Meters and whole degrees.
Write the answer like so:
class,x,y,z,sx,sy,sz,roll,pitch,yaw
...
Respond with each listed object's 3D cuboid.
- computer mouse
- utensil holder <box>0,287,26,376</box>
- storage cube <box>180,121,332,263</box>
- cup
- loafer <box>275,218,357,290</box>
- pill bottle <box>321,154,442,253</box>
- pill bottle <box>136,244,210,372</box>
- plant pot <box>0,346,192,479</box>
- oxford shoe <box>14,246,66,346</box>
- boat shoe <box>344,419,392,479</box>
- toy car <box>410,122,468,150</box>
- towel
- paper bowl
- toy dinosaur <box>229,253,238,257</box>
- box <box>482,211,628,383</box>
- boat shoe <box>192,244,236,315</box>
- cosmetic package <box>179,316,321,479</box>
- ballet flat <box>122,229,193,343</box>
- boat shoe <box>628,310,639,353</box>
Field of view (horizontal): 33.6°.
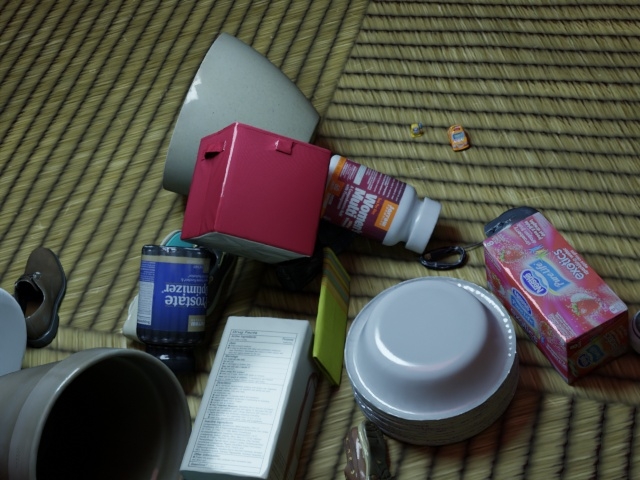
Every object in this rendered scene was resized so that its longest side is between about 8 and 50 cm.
class,x,y,z,sx,sy,sz,roll,pitch,yaw
computer mouse,0.295,-0.008,1.942,0.242,0.041,0.071,-23,49,-5
utensil holder,-0.771,0.157,1.891,0.385,0.328,0.327,20,58,27
storage cube,-0.112,-0.076,1.854,0.183,0.215,0.193,-10,66,63
cup,-0.138,-0.209,2.082,0.237,0.331,0.331,22,55,-1
loafer,0.000,0.000,1.986,0.076,0.078,0.223,28,62,32
pill bottle,0.102,-0.063,1.945,0.221,0.121,0.121,23,56,2
pill bottle,-0.261,0.119,1.867,0.122,0.123,0.219,3,89,17
plant pot,-0.417,0.322,1.696,0.280,0.323,0.323,2,49,37
oxford shoe,-0.545,0.087,2.045,0.082,0.096,0.227,-16,46,3
boat shoe,0.072,0.370,1.668,0.060,0.064,0.178,-34,40,26
toy car,0.237,-0.211,2.132,0.122,0.040,0.060,0,50,14
towel,0.017,0.131,1.856,0.021,0.102,0.237,-13,47,22
paper bowl,0.180,0.180,1.741,0.284,0.148,0.284,-6,49,7
toy dinosaur,-0.092,-0.024,2.029,0.268,0.064,0.118,-26,23,-27
box,0.389,0.093,1.772,0.122,0.128,0.257,-27,49,-9
boat shoe,-0.213,0.038,2.015,0.081,0.069,0.228,0,50,15
cosmetic package,-0.105,0.282,1.738,0.153,0.129,0.296,2,51,19
ballet flat,-0.312,0.086,2.001,0.086,0.086,0.248,2,52,17
boat shoe,0.661,0.126,1.677,0.335,0.119,0.121,-1,50,14
